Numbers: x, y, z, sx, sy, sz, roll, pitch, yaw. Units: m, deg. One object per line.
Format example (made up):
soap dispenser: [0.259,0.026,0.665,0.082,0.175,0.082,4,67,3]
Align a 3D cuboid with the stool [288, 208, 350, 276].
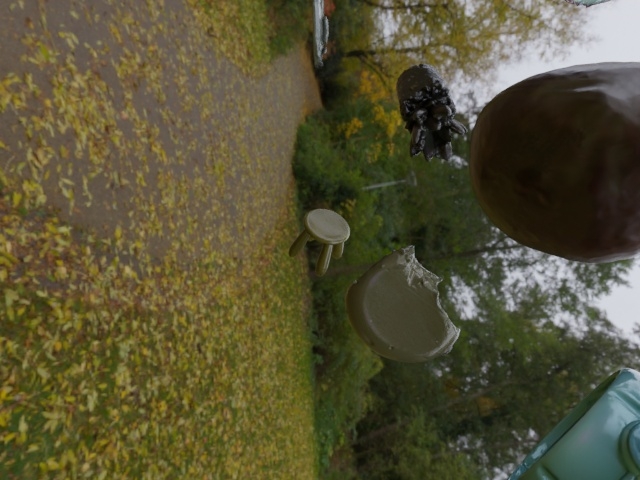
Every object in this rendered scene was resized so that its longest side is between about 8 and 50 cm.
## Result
stool: [0.000,0.000,1.162,0.134,0.135,0.110,-108,-152,-42]

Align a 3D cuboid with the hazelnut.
hazelnut: [0.469,-0.141,0.876,0.421,0.421,0.352,-56,164,-84]

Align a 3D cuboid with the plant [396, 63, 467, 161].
plant: [0.341,-0.411,1.611,0.181,0.194,0.320,41,32,-46]

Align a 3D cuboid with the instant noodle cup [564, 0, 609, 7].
instant noodle cup: [0.189,-0.329,0.379,0.255,0.244,0.244,63,-3,19]

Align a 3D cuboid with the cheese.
cheese: [0.144,0.123,0.854,0.202,0.175,0.091,48,7,-2]

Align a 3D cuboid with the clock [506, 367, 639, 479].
clock: [0.279,0.228,0.509,0.094,0.274,0.223,43,5,27]

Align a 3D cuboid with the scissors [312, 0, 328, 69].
scissors: [-0.003,-0.339,0.556,0.109,0.022,0.300,-61,156,-48]
